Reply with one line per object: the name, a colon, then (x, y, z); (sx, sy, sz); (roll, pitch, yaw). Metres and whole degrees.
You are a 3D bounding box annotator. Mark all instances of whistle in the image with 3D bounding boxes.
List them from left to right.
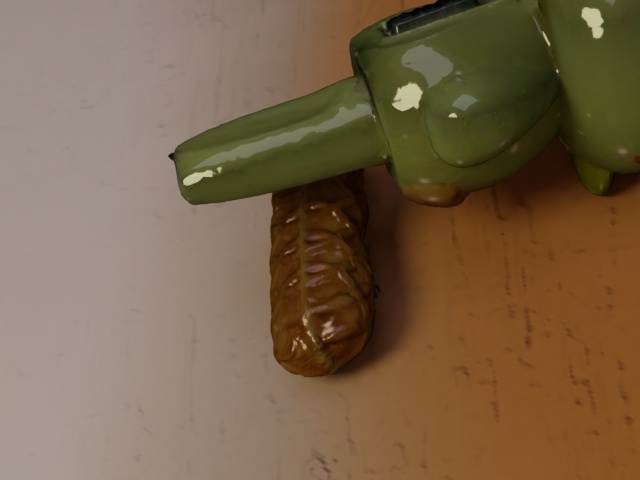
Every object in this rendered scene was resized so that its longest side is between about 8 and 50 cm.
whistle: (0.083, -0.062, 0.705); (0.294, 0.141, 0.141); (-30, 44, 4)

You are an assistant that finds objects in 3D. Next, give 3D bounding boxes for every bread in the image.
bread: (0.000, 0.000, 0.733); (0.052, 0.044, 0.157); (-31, 38, 29)
